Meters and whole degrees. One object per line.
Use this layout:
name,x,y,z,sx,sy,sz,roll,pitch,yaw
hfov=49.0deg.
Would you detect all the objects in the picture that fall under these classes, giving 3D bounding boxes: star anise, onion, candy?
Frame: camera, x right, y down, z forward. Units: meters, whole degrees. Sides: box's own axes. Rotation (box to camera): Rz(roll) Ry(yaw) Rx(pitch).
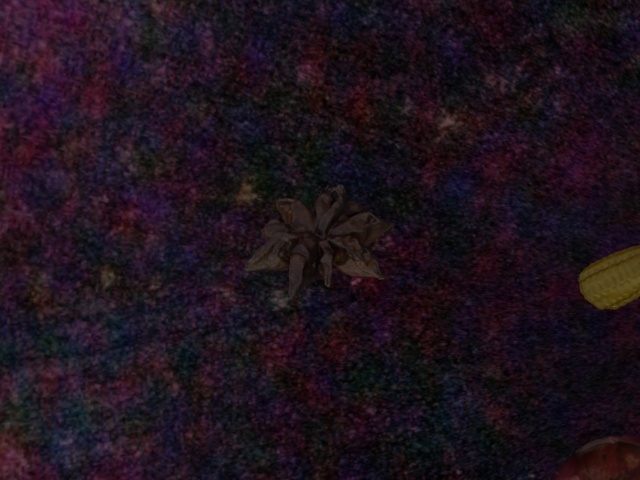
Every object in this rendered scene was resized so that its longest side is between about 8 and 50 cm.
star anise,0.000,0.000,0.884,0.195,0.182,0.065,28,146,24
onion,0.292,0.262,0.641,0.150,0.140,0.150,-44,27,30
candy,0.619,0.063,1.396,0.106,0.094,0.199,41,140,-5
